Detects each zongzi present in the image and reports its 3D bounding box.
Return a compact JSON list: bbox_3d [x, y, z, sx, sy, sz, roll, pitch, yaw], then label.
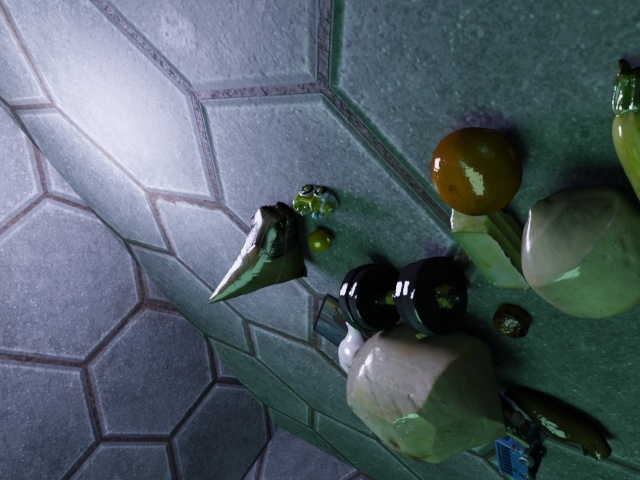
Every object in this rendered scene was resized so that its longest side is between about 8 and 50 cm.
[{"bbox_3d":[-0.204,0.050,1.494,0.154,0.317,0.289,52,162,35],"label":"zongzi"}]

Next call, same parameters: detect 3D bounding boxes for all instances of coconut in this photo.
[{"bbox_3d":[0.411,0.008,0.820,0.224,0.224,0.224,29,150,18],"label":"coconut"},{"bbox_3d":[0.286,0.400,1.361,0.415,0.415,0.344,18,114,33],"label":"coconut"}]

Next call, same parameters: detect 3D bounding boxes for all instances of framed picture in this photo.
[{"bbox_3d":[0.102,0.328,1.848,0.265,0.016,0.347,33,152,9],"label":"framed picture"}]

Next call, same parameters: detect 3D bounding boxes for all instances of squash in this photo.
[{"bbox_3d":[0.456,-0.103,0.699,0.287,0.137,0.137,46,152,-2],"label":"squash"}]

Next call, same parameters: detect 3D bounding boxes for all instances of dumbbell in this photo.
[{"bbox_3d":[0.196,0.138,1.278,0.185,0.185,0.388,49,150,-20],"label":"dumbbell"}]

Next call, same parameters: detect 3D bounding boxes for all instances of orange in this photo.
[{"bbox_3d":[0.265,-0.118,0.887,0.156,0.124,0.156,41,152,28],"label":"orange"}]

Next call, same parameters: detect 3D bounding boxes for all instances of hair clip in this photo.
[{"bbox_3d":[0.504,0.497,1.518,0.138,0.091,0.321,33,173,-9],"label":"hair clip"}]

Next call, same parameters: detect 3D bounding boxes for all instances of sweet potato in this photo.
[{"bbox_3d":[0.624,0.482,1.386,0.286,0.085,0.112,25,154,25],"label":"sweet potato"}]

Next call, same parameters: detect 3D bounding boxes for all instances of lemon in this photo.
[{"bbox_3d":[0.000,0.000,1.436,0.083,0.062,0.062,-14,123,41],"label":"lemon"}]

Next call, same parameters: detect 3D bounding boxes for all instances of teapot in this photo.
[{"bbox_3d":[0.164,0.405,1.737,0.298,0.139,0.204,41,179,-11],"label":"teapot"}]

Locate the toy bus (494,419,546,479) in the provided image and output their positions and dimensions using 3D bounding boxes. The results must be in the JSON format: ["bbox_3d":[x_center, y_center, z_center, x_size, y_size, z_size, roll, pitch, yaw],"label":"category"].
[{"bbox_3d":[0.614,0.649,1.615,0.133,0.116,0.234,17,143,36],"label":"toy bus"}]

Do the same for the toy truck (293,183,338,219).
[{"bbox_3d":[-0.014,-0.088,1.305,0.111,0.077,0.076,14,144,38],"label":"toy truck"}]

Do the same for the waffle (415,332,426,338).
[{"bbox_3d":[0.281,0.198,1.322,0.092,0.135,0.021,-28,103,19],"label":"waffle"}]

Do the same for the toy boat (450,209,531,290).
[{"bbox_3d":[0.340,0.006,1.022,0.111,0.084,0.276,-1,134,53],"label":"toy boat"}]

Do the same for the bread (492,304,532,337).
[{"bbox_3d":[0.440,0.191,1.206,0.085,0.053,0.085,29,150,18],"label":"bread"}]
